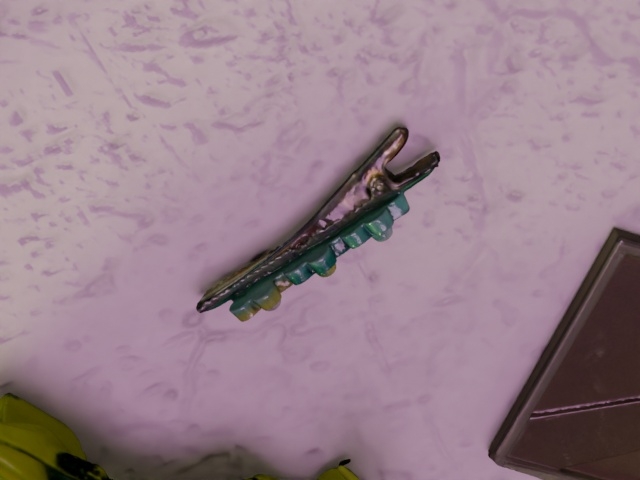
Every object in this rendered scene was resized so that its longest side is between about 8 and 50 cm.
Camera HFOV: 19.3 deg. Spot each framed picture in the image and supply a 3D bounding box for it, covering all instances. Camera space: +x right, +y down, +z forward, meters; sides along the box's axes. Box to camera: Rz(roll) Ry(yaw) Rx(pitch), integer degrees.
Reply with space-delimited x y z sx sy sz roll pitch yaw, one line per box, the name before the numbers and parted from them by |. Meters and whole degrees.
framed picture | 0.262 0.104 1.231 0.260 0.023 0.189 15 120 -18

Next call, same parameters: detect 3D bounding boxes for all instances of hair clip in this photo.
hair clip | 0.000 0.001 1.110 0.173 0.049 0.049 -38 121 15

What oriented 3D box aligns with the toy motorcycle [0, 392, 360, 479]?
toy motorcycle | -0.084 0.200 1.174 0.342 0.142 0.206 24 116 -24
